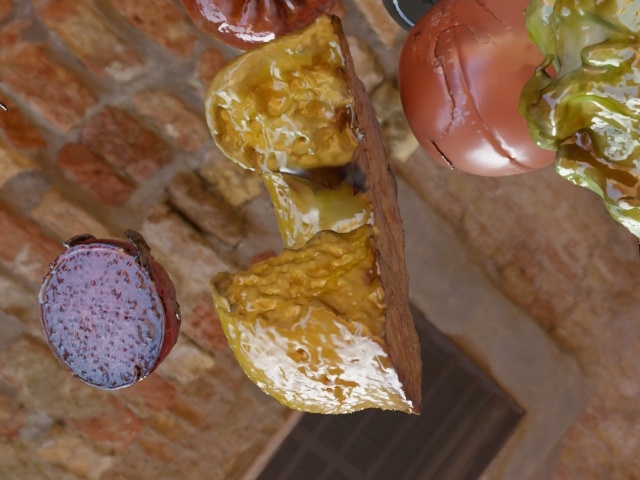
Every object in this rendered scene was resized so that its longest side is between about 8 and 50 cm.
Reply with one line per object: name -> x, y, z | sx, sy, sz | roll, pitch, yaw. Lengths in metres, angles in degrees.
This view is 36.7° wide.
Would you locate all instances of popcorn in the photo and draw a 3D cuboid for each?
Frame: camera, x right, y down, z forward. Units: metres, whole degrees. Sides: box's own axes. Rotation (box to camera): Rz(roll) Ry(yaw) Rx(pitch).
popcorn -> 0.239, -0.109, 0.622 | 0.204, 0.183, 0.221 | -18, 120, 45

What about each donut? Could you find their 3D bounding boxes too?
donut -> 0.000, 0.000, 1.053 | 0.377, 0.164, 0.434 | 59, -160, -60

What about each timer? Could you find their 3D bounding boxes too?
timer -> 0.208, -0.188, 1.110 | 0.215, 0.229, 0.229 | -16, 137, 32

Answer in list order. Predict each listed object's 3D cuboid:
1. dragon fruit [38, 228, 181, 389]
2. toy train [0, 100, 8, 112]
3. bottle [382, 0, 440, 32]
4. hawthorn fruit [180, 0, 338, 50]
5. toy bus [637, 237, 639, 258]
dragon fruit -> -0.279, 0.090, 1.391 | 0.219, 0.223, 0.148 | -6, -172, 26
toy train -> -0.257, -0.140, 0.650 | 0.085, 0.053, 0.249 | 8, 153, -14
bottle -> 0.199, -0.394, 1.269 | 0.143, 0.271, 0.156 | 40, 157, 1
hawthorn fruit -> -0.090, -0.393, 1.333 | 0.242, 0.242, 0.271 | 42, -165, -23
toy bus -> 0.324, -0.028, 0.836 | 0.096, 0.234, 0.074 | -11, 164, 35
